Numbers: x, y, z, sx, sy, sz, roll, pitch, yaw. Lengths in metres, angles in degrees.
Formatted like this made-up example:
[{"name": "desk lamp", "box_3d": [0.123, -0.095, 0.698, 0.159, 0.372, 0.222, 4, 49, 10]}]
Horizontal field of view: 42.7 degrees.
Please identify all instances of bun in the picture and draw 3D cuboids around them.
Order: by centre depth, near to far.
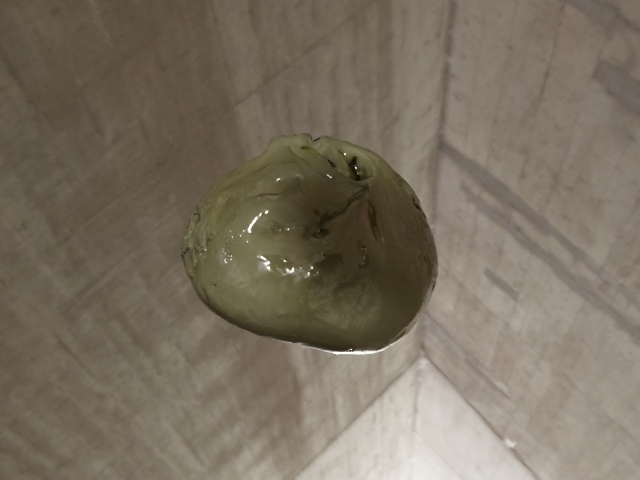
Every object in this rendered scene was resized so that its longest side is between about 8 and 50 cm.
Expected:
[{"name": "bun", "box_3d": [0.000, 0.000, 1.059, 0.326, 0.362, 0.235, 35, -62, 24]}]
